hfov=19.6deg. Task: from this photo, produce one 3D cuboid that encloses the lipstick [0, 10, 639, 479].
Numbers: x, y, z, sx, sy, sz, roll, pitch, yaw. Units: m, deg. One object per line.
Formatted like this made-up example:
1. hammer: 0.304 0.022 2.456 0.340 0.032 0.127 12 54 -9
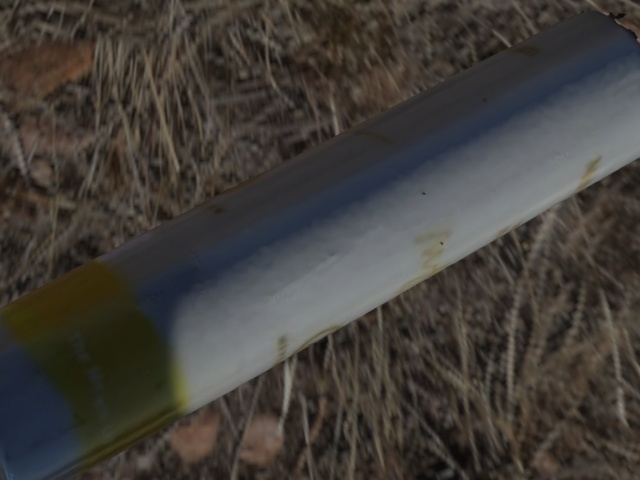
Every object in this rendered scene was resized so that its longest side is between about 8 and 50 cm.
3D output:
1. lipstick: 0.000 0.000 0.604 0.264 0.059 0.059 -28 109 -24
